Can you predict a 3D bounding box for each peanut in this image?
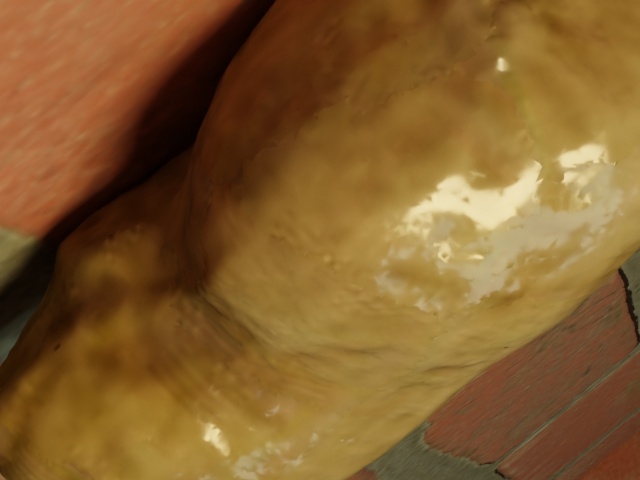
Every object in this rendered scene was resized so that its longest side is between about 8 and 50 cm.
[{"bbox_3d":[0.000,0.000,0.550,0.253,0.122,0.137,-43,156,31],"label":"peanut"}]
